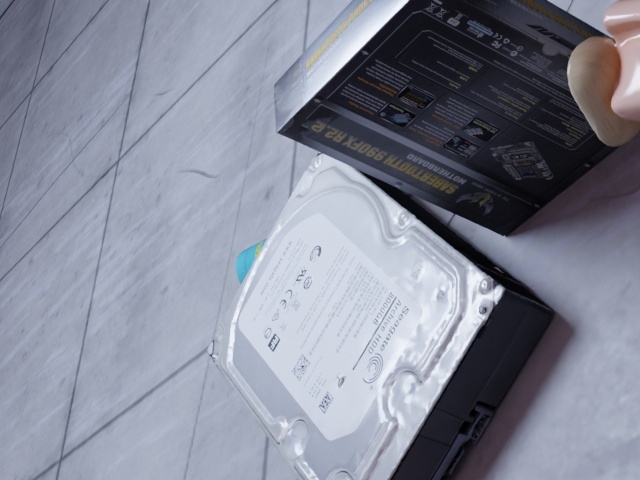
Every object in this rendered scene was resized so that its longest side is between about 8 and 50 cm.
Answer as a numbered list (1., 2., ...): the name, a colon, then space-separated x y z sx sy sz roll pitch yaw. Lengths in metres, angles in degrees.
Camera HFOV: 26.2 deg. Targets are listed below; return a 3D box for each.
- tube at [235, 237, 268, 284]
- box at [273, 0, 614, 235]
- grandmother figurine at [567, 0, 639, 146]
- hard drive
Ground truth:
1. tube: 0.000 0.000 1.352 0.207 0.052 0.080 -27 55 42
2. box: 0.110 -0.108 1.031 0.183 0.231 0.056 -42 37 39
3. grandmother figurine: 0.296 -0.115 0.774 0.208 0.104 0.342 -44 22 -28
4. hard drive: 0.030 0.079 1.167 0.237 0.064 0.339 -60 33 10
